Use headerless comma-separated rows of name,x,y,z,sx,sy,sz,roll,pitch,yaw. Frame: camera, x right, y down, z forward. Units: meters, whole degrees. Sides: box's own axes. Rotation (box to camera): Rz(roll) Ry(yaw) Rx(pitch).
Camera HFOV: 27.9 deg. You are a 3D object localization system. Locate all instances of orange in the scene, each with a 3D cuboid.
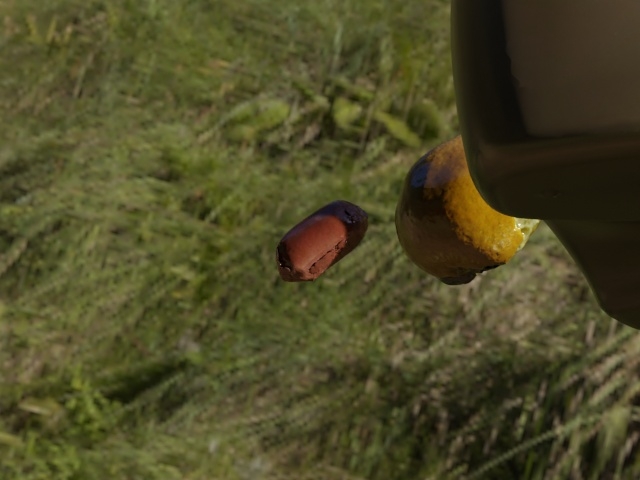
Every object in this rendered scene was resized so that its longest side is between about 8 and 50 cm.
orange,0.136,-0.037,1.251,0.112,0.170,0.160,16,18,-25

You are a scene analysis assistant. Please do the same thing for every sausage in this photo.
sausage,0.000,0.000,1.708,0.076,0.141,0.076,54,9,-13

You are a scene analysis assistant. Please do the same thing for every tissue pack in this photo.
tissue pack,0.255,-0.112,0.840,0.267,0.276,0.387,-4,-21,32
